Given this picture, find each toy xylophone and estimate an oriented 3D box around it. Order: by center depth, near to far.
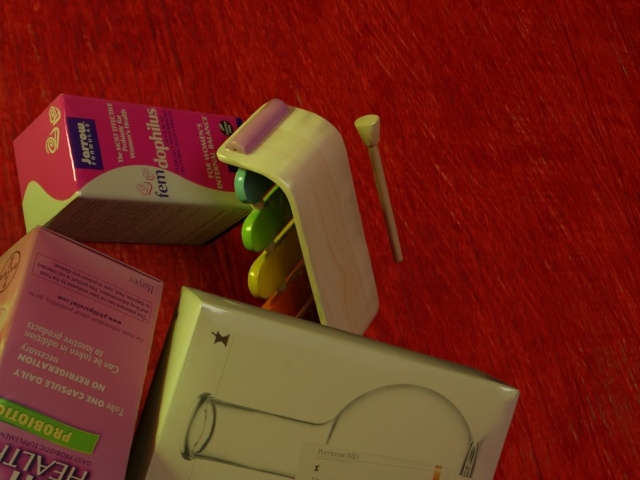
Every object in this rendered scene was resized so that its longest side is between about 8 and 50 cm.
[{"bbox_3d":[0.000,0.000,1.089,0.236,0.081,0.322,-43,131,-51],"label":"toy xylophone"}]

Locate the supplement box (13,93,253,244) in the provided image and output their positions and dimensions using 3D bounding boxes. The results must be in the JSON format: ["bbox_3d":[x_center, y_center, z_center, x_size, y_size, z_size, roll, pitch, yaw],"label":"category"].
[{"bbox_3d":[-0.186,-0.066,1.039,0.220,0.114,0.111,1,68,-41],"label":"supplement box"}]

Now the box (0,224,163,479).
[{"bbox_3d":[-0.244,0.149,0.783,0.117,0.214,0.242,27,51,-30],"label":"box"}]

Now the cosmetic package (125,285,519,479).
[{"bbox_3d":[-0.030,0.257,0.827,0.285,0.097,0.377,17,90,-16],"label":"cosmetic package"}]
